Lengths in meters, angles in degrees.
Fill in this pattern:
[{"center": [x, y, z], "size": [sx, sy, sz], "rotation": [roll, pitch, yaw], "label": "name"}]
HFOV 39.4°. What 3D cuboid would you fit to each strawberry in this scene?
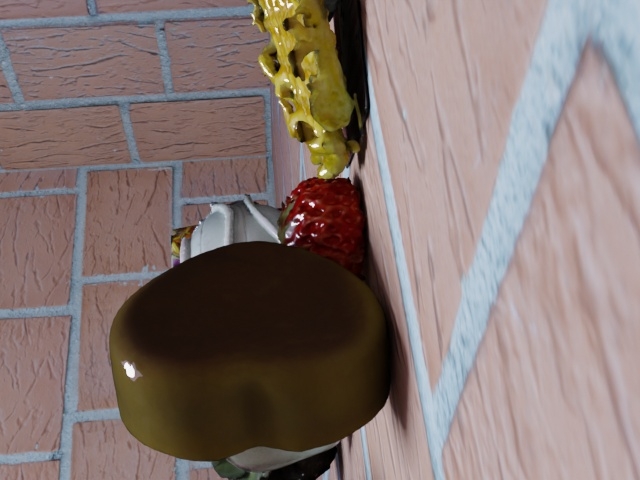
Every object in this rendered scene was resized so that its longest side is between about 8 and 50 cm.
[{"center": [0.000, 0.000, 0.916], "size": [0.145, 0.086, 0.145], "rotation": [174, 90, -85], "label": "strawberry"}]

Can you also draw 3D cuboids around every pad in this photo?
[{"center": [0.023, -0.242, 0.911], "size": [0.202, 0.005, 0.300], "rotation": [108, 158, -79], "label": "pad"}]

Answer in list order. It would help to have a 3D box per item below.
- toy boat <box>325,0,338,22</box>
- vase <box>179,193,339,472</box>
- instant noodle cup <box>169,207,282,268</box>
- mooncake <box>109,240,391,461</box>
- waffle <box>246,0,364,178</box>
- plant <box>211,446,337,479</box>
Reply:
[{"center": [-0.001, -0.295, 0.893], "size": [0.105, 0.034, 0.149], "rotation": [-116, 21, -65], "label": "toy boat"}, {"center": [-0.086, 0.124, 1.293], "size": [0.445, 0.250, 0.250], "rotation": [-110, 16, -59], "label": "vase"}, {"center": [-0.146, 0.095, 1.725], "size": [0.340, 0.266, 0.340], "rotation": [175, 90, -86], "label": "instant noodle cup"}, {"center": [-0.061, 0.093, 0.785], "size": [0.235, 0.234, 0.117], "rotation": [-103, 8, -64], "label": "mooncake"}, {"center": [-0.028, -0.205, 0.870], "size": [0.262, 0.060, 0.280], "rotation": [84, 168, -58], "label": "waffle"}, {"center": [-0.072, 0.318, 1.340], "size": [0.203, 0.131, 0.142], "rotation": [12, -102, -60], "label": "plant"}]
